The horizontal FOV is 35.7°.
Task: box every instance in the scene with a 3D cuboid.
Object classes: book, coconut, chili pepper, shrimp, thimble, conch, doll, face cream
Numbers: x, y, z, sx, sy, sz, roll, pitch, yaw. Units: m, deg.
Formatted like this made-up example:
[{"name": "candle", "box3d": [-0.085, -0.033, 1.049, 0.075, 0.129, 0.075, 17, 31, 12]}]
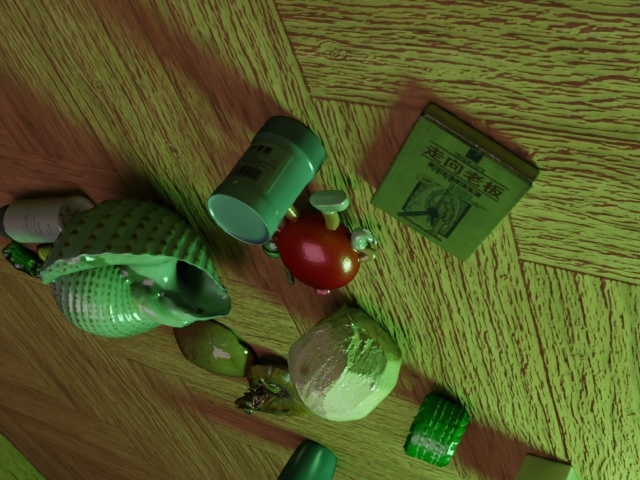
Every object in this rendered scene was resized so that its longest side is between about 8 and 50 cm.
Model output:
[{"name": "book", "box3d": [0.165, -0.066, 1.274, 0.161, 0.026, 0.231, 32, 150, 3]}, {"name": "coconut", "box3d": [0.035, 0.216, 1.670, 0.194, 0.194, 0.194, 25, 149, 16]}, {"name": "chili pepper", "box3d": [-0.630, 0.055, 2.217, 0.182, 0.050, 0.073, 16, 140, 25]}, {"name": "shrimp", "box3d": [-0.112, 0.310, 2.060, 0.287, 0.063, 0.152, -16, 128, 48]}, {"name": "thimble", "box3d": [0.202, 0.334, 1.743, 0.090, 0.118, 0.130, 23, 176, 10]}, {"name": "conch", "box3d": [-0.319, 0.035, 1.724, 0.319, 0.215, 0.303, -5, 150, 3]}, {"name": "doll", "box3d": [0.000, 0.000, 1.477, 0.183, 0.085, 0.217, 6, 138, 27]}, {"name": "face cream", "box3d": [-0.559, -0.039, 1.963, 0.311, 0.092, 0.092, 0, 136, 44]}]

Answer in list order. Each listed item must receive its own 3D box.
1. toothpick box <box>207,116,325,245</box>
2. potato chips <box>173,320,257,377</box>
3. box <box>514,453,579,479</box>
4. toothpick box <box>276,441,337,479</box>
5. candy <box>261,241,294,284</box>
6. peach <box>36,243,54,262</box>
[{"name": "toothpick box", "box3d": [-0.073, -0.082, 1.355, 0.101, 0.153, 0.101, 25, 149, 16]}, {"name": "potato chips", "box3d": [-0.230, 0.236, 2.080, 0.208, 0.062, 0.195, 19, 150, 19]}, {"name": "box", "box3d": [0.397, 0.509, 1.752, 0.095, 0.168, 0.212, 10, 143, 38]}, {"name": "toothpick box", "box3d": [-0.038, 0.548, 2.228, 0.120, 0.184, 0.120, 20, 145, 14]}, {"name": "candy", "box3d": [-0.060, 0.031, 1.624, 0.061, 0.061, 0.202, 24, 158, 16]}, {"name": "peach", "box3d": [-0.477, 0.043, 2.010, 0.189, 0.068, 0.279, 32, 158, -19]}]
